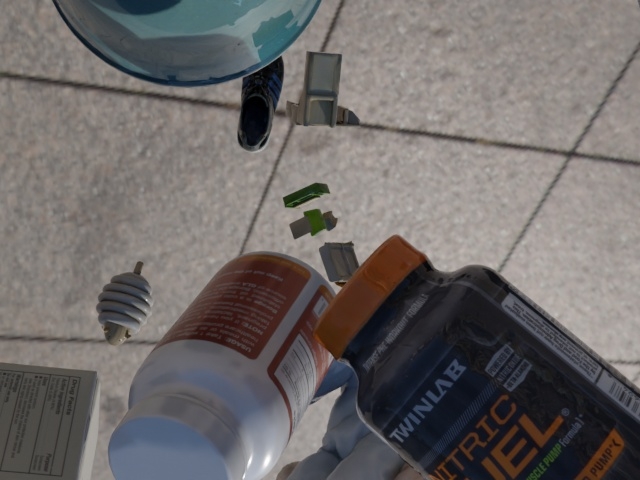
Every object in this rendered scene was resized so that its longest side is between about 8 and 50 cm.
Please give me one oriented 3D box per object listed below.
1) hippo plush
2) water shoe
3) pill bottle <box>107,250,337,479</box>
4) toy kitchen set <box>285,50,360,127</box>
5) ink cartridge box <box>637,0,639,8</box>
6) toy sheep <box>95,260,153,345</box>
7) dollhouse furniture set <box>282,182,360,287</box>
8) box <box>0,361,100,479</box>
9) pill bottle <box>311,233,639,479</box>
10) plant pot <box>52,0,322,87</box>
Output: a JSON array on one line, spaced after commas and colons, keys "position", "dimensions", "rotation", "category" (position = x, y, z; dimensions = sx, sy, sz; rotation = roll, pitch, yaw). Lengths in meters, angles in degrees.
[{"position": [0.057, 0.165, 1.047], "dimensions": [0.294, 0.237, 0.234], "rotation": [-13, 178, -15], "category": "hippo plush"}, {"position": [-0.097, -0.249, 1.742], "dimensions": [0.072, 0.203, 0.080], "rotation": [5, 176, -6], "category": "water shoe"}, {"position": [-0.068, 0.105, 0.774], "dimensions": [0.121, 0.216, 0.121], "rotation": [9, 119, 16], "category": "pill bottle"}, {"position": [0.009, -0.154, 1.055], "dimensions": [0.068, 0.083, 0.075], "rotation": [1, 103, -16], "category": "toy kitchen set"}, {"position": [0.482, -0.327, 1.130], "dimensions": [0.121, 0.289, 0.211], "rotation": [-22, 97, -29], "category": "ink cartridge box"}, {"position": [-0.287, 0.092, 1.529], "dimensions": [0.091, 0.132, 0.091], "rotation": [10, 160, 4], "category": "toy sheep"}, {"position": [0.000, 0.000, 1.426], "dimensions": [0.058, 0.152, 0.076], "rotation": [-25, 168, 28], "category": "dollhouse furniture set"}, {"position": [-0.379, 0.200, 1.005], "dimensions": [0.311, 0.148, 0.121], "rotation": [8, 134, -6], "category": "box"}, {"position": [0.112, 0.104, 0.646], "dimensions": [0.130, 0.245, 0.130], "rotation": [-49, 171, -11], "category": "pill bottle"}, {"position": [-0.116, -0.283, 0.837], "dimensions": [0.271, 0.272, 0.255], "rotation": [-18, 178, -4], "category": "plant pot"}]
